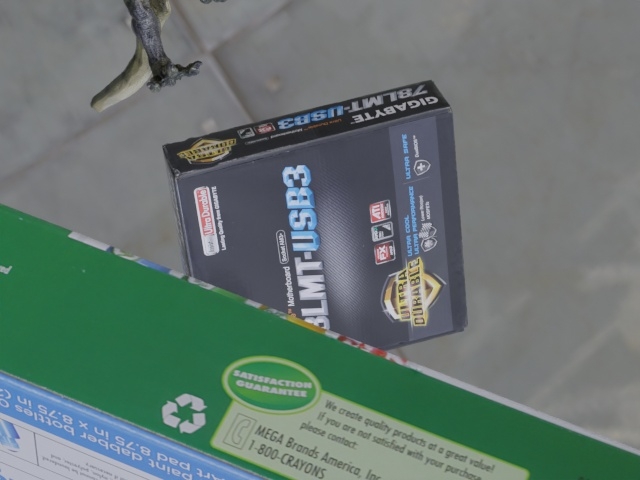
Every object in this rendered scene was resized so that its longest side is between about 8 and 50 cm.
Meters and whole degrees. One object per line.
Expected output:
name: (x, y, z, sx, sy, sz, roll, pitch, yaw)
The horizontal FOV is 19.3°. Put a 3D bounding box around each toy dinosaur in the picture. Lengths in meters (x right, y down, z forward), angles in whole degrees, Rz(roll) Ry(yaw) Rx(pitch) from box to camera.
toy dinosaur: (-0.106, -0.168, 1.243, 0.064, 0.118, 0.268, -12, 134, -28)

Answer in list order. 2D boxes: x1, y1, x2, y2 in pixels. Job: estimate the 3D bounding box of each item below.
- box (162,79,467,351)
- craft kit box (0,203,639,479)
box: (0.000, 0.000, 1.965, 0.293, 0.073, 0.295, -14, 127, -11)
craft kit box: (-0.035, 0.103, 0.567, 0.246, 0.250, 0.061, 98, 17, -51)
